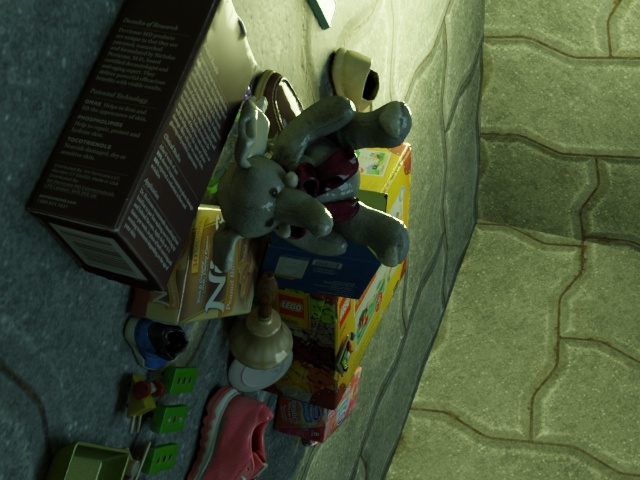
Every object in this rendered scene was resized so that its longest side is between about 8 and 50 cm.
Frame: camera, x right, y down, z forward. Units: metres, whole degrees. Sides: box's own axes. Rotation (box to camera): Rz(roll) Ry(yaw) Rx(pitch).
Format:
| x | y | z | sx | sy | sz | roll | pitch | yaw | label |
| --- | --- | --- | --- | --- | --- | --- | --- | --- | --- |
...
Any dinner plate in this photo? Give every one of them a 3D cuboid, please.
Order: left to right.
| x | y | z | sx | sy | sz | roll | pitch | yaw | label |
| --- | --- | --- | --- | --- | --- | --- | --- | --- | --- |
| -0.117 | 0.256 | 2.067 | 0.141 | 0.017 | 0.141 | -18 | 136 | -18 | dinner plate |

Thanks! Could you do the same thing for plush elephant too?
| x | y | z | sx | sy | sz | roll | pitch | yaw | label |
| --- | --- | --- | --- | --- | --- | --- | --- | --- | --- |
| -0.040 | -0.076 | 1.550 | 0.255 | 0.329 | 0.272 | -47 | 148 | -55 | plush elephant |

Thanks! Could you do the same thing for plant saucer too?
| x | y | z | sx | sy | sz | roll | pitch | yaw | label |
| --- | --- | --- | --- | --- | --- | --- | --- | --- | --- |
| -0.358 | 0.384 | 1.496 | 0.188 | 0.045 | 0.188 | 48 | 56 | -69 | plant saucer |
| 0.000 | -0.492 | 2.069 | 0.192 | 0.018 | 0.067 | 47 | 57 | -69 | plant saucer |

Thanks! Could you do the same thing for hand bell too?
| x | y | z | sx | sy | sz | roll | pitch | yaw | label |
| --- | --- | --- | --- | --- | --- | --- | --- | --- | --- |
| -0.103 | 0.126 | 1.909 | 0.242 | 0.126 | 0.126 | 100 | 12 | -54 | hand bell |

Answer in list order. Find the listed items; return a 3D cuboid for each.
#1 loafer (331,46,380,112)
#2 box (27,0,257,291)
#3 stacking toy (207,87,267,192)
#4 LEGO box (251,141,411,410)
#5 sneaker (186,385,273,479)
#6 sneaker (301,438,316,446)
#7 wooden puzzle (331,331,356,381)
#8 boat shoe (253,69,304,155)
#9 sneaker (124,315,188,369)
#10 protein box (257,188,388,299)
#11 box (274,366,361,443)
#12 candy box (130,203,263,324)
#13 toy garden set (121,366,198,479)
| x | y | z | sx | sy | sz | roll | pitch | yaw | label |
| --- | --- | --- | --- | --- | --- | --- | --- | --- | --- |
| 0.089 | -0.335 | 2.335 | 0.268 | 0.092 | 0.102 | 61 | 45 | -66 | loafer |
| -0.226 | -0.149 | 1.388 | 0.191 | 0.143 | 0.382 | 68 | 40 | -61 | box |
| -0.162 | -0.209 | 1.704 | 0.167 | 0.052 | 0.221 | 72 | 37 | -56 | stacking toy |
| 0.031 | 0.053 | 2.249 | 0.500 | 0.193 | 0.373 | -58 | 154 | -47 | LEGO box |
| -0.175 | 0.444 | 1.972 | 0.116 | 0.136 | 0.314 | 17 | 86 | -72 | sneaker |
| -0.023 | 0.477 | 2.654 | 0.119 | 0.047 | 0.057 | -64 | 148 | -53 | sneaker |
| 0.051 | 0.236 | 2.096 | 0.078 | 0.014 | 0.116 | 64 | 42 | -64 | wooden puzzle |
| -0.026 | -0.186 | 1.974 | 0.123 | 0.123 | 0.342 | -64 | 148 | -36 | boat shoe |
| -0.247 | 0.171 | 1.633 | 0.152 | 0.084 | 0.058 | 75 | 32 | -57 | sneaker |
| 0.000 | 0.000 | 1.846 | 0.201 | 0.199 | 0.136 | 113 | -16 | -67 | protein box |
| -0.003 | 0.379 | 2.489 | 0.257 | 0.128 | 0.123 | -28 | 128 | -69 | box |
| -0.192 | 0.033 | 1.703 | 0.316 | 0.087 | 0.183 | 1 | 98 | -74 | candy box |
| -0.285 | 0.322 | 1.685 | 0.204 | 0.049 | 0.244 | 26 | 78 | -75 | toy garden set |
